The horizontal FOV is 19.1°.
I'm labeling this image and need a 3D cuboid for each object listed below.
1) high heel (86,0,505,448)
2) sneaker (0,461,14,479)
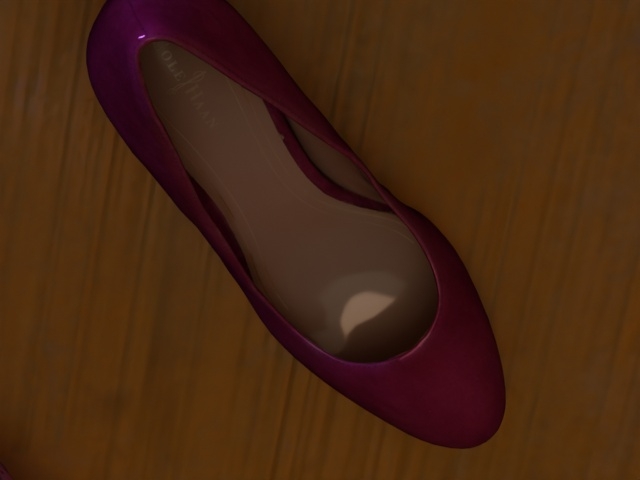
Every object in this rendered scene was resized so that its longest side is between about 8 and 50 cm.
[{"bbox_3d":[0.000,0.000,0.719,0.082,0.117,0.244,-32,107,4],"label":"high heel"},{"bbox_3d":[-0.213,0.147,0.761,0.236,0.095,0.104,-24,101,-3],"label":"sneaker"}]
